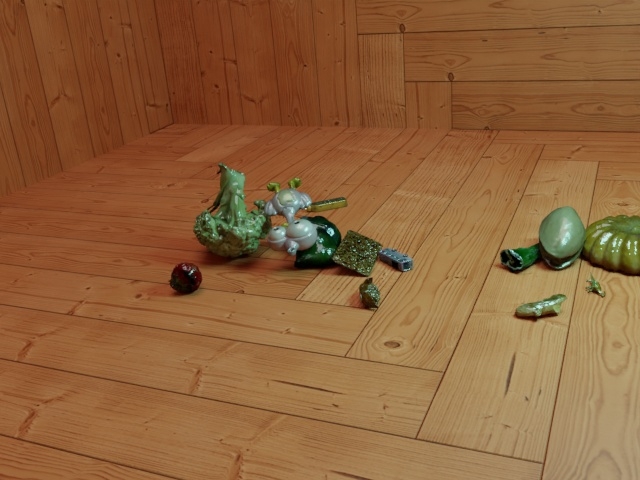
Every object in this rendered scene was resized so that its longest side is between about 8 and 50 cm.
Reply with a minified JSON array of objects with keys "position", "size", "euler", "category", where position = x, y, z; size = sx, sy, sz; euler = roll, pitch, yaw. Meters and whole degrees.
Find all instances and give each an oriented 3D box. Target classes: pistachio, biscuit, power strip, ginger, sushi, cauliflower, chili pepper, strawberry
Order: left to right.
[{"position":[-0.403,0.108,2.136],"size":[0.106,0.106,0.106],"euler":[-4,22,2],"category":"strawberry"},{"position":[-0.275,-0.076,2.346],"size":[0.260,0.281,0.327],"euler":[25,5,-25],"category":"cauliflower"},{"position":[0.000,-0.008,2.308],"size":[0.148,0.116,0.264],"euler":[2,24,7],"category":"chili pepper"},{"position":[0.022,-0.137,2.733],"size":[0.178,0.028,0.049],"euler":[-12,24,-16],"category":"power strip"},{"position":[0.121,0.035,2.239],"size":[0.131,0.025,0.231],"euler":[23,27,4],"category":"biscuit"},{"position":[0.141,0.151,1.983],"size":[0.055,0.052,0.120],"euler":[-17,18,11],"category":"sushi"},{"position":[0.650,0.040,2.150],"size":[0.227,0.059,0.088],"euler":[-14,40,-35],"category":"chili pepper"},{"position":[0.579,0.176,1.843],"size":[0.137,0.044,0.057],"euler":[-14,53,-6],"category":"ginger"},{"position":[0.727,-0.011,2.129],"size":[0.136,0.136,0.226],"euler":[5,47,23],"category":"pistachio"},{"position":[0.951,0.003,2.114],"size":[0.326,0.107,0.326],"euler":[-2,25,1],"category":"biscuit"}]

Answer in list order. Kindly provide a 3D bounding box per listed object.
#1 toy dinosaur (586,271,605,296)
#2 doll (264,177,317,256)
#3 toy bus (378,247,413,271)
[{"position":[0.753,0.122,1.952],"size":[0.041,0.026,0.113],"euler":[0,31,-6],"category":"toy dinosaur"},{"position":[-0.099,-0.069,2.257],"size":[0.160,0.094,0.365],"euler":[-11,37,1],"category":"doll"},{"position":[0.235,0.059,2.202],"size":[0.052,0.037,0.131],"euler":[-19,25,-25],"category":"toy bus"}]
